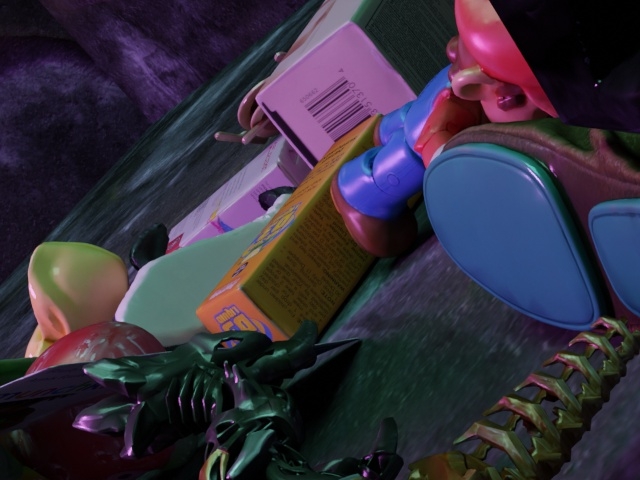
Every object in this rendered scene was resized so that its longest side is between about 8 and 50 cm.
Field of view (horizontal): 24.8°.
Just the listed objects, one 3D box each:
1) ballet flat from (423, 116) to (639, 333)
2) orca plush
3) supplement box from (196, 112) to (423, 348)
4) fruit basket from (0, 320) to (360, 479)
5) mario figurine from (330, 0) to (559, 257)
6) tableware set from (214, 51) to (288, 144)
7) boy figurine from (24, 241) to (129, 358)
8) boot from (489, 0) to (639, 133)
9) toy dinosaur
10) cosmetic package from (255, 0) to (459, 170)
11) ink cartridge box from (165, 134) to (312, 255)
[{"bbox_3d":[0.162,-0.018,0.692,0.124,0.116,0.342,-24,9,-13],"label":"ballet flat"},{"bbox_3d":[-0.091,0.046,1.268,0.287,0.151,0.102,-64,-7,-53],"label":"orca plush"},{"bbox_3d":[0.000,0.000,1.185,0.078,0.080,0.233,-32,18,50],"label":"supplement box"},{"bbox_3d":[-0.188,0.144,0.976,0.353,0.165,0.327,-19,-11,29],"label":"fruit basket"},{"bbox_3d":[0.132,-0.075,1.020,0.320,0.170,0.198,138,138,-61],"label":"mario figurine"},{"bbox_3d":[-0.008,-0.137,1.586,0.194,0.039,0.128,2,-44,-49],"label":"tableware set"},{"bbox_3d":[-0.246,0.129,1.263,0.177,0.092,0.285,-68,2,-63],"label":"boy figurine"},{"bbox_3d":[0.300,-0.201,0.521,0.445,0.146,0.367,-27,-3,-12],"label":"boot"},{"bbox_3d":[-0.003,0.146,0.623,0.322,0.164,0.218,-17,24,-11],"label":"toy dinosaur"},{"bbox_3d":[0.063,-0.173,1.412,0.129,0.153,0.296,-35,13,29],"label":"cosmetic package"},{"bbox_3d":[-0.079,-0.020,1.514,0.175,0.072,0.127,-39,12,16],"label":"ink cartridge box"}]
